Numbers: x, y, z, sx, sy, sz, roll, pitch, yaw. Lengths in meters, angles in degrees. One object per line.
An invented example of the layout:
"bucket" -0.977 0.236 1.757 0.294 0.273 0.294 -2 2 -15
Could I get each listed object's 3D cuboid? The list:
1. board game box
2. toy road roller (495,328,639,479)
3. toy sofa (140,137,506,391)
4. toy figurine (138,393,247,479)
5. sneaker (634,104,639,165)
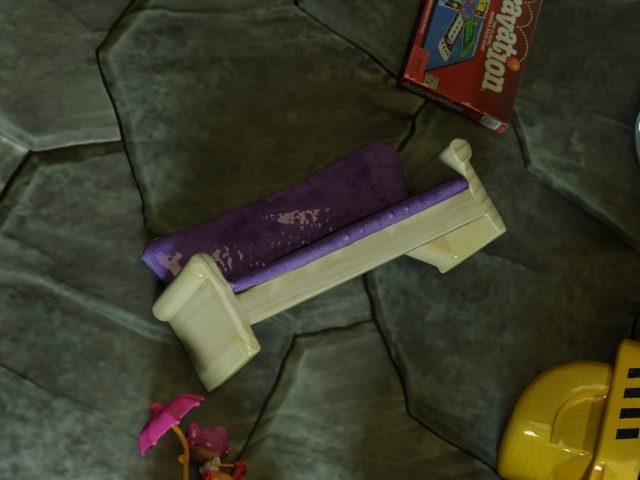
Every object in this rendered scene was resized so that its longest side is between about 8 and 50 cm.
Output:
"board game box" 0.194 -0.279 2.109 0.145 0.027 0.281 24 63 -13
"toy road roller" 0.331 0.179 1.888 0.240 0.202 0.330 16 59 3
"toy sofa" 0.000 0.000 1.850 0.362 0.150 0.177 -24 82 -28
"toy figurine" -0.118 0.233 1.744 0.173 0.130 0.159 13 54 -41
"sneaker" 0.492 -0.090 2.097 0.178 0.124 0.295 -35 78 -34
